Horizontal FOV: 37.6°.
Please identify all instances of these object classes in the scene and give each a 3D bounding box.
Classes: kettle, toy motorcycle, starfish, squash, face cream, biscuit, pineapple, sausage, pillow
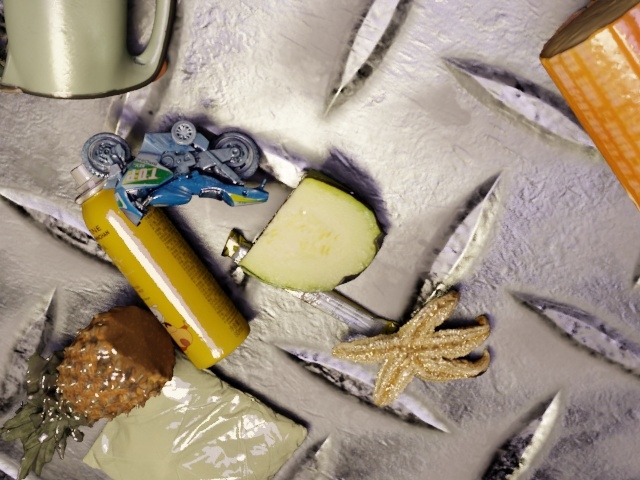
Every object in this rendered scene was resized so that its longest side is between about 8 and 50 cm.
[{"bbox_3d":[-0.309,-0.319,1.248,0.240,0.165,0.255,-5,112,-19],"label":"kettle"},{"bbox_3d":[-0.201,-0.088,1.310,0.254,0.092,0.135,-3,78,-14],"label":"toy motorcycle"},{"bbox_3d":[0.135,0.169,1.391,0.238,0.071,0.216,6,114,2],"label":"starfish"},{"bbox_3d":[-0.008,-0.016,1.359,0.184,0.085,0.192,24,118,-31],"label":"squash"},{"bbox_3d":[-0.244,0.025,1.384,0.105,0.105,0.348,-31,103,18],"label":"face cream"},{"bbox_3d":[-0.017,0.075,1.408,0.292,0.026,0.048,31,109,-4],"label":"biscuit"},{"bbox_3d":[-0.382,0.234,1.440,0.364,0.165,0.165,-34,102,29],"label":"pineapple"},{"bbox_3d":[0.431,-0.179,1.137,0.233,0.233,0.287,-32,104,18],"label":"sausage"},{"bbox_3d":[-0.206,0.333,1.507,0.281,0.076,0.274,34,109,-5],"label":"pillow"}]

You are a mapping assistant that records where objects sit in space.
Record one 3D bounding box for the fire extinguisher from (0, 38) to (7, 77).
[{"bbox_3d":[-0.552,-0.336,1.309,0.311,0.114,0.095,50,149,-9],"label":"fire extinguisher"}]
